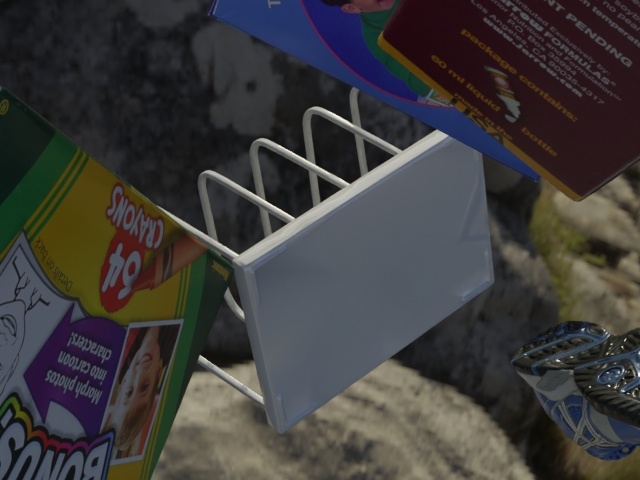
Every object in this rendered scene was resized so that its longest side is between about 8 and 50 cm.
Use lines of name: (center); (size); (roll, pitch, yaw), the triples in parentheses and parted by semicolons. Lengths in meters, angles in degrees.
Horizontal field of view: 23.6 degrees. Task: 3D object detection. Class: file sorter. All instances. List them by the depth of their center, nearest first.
file sorter: (0.000, 0.000, 1.432); (0.278, 0.193, 0.173); (-33, 42, -27)

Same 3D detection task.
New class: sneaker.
sneaker: (0.212, 0.109, 1.057); (0.080, 0.211, 0.081); (-32, 103, -11)

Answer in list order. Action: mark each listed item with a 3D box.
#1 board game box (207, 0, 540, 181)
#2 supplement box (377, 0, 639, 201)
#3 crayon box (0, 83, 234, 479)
board game box: (0.101, -0.234, 0.883); (0.233, 0.347, 0.078); (28, 36, 4)
supplement box: (0.091, -0.091, 0.376); (0.081, 0.188, 0.104); (38, 75, 0)
crayon box: (-0.196, 0.104, 0.848); (0.106, 0.363, 0.313); (17, 81, 19)
